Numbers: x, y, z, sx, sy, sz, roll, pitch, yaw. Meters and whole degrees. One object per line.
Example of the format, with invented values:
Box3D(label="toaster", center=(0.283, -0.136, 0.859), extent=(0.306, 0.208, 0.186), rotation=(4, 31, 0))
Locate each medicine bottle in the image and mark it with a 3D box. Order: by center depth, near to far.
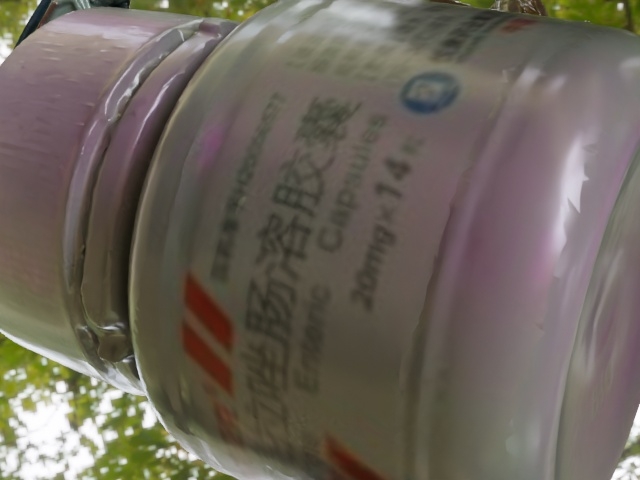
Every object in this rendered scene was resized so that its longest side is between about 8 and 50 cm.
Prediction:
Box3D(label="medicine bottle", center=(0.000, 0.000, 0.505), extent=(0.324, 0.256, 0.256), rotation=(16, -66, 27))

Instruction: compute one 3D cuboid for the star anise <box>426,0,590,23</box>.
Box3D(label="star anise", center=(0.222, -0.158, 1.148), extent=(0.108, 0.315, 0.315), rotation=(-176, -101, -72))

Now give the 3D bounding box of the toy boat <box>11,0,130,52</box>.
Box3D(label="toy boat", center=(-0.162, -0.122, 0.615), extent=(0.140, 0.059, 0.066), rotation=(-61, -178, -1))
